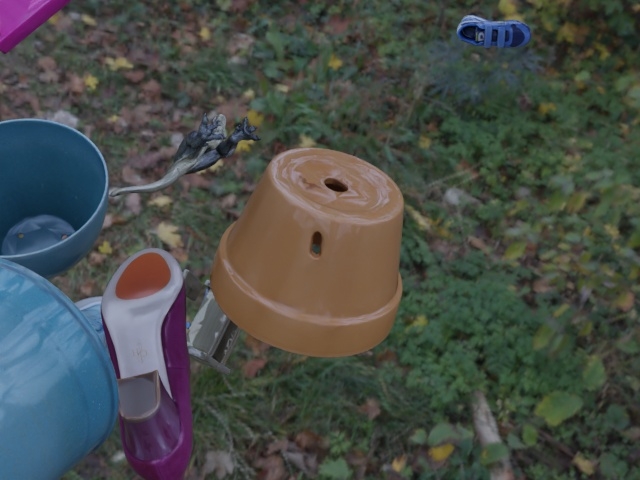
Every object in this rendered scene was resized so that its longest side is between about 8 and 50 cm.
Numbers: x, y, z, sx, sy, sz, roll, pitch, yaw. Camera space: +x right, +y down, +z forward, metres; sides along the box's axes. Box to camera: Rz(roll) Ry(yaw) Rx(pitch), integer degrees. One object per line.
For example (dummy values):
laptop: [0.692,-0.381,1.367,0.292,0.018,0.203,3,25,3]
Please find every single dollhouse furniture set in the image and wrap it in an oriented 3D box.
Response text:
dollhouse furniture set: [-0.231,0.135,1.463,0.183,0.129,0.129,20,74,20]

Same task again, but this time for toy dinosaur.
toy dinosaur: [-0.155,-0.119,1.070,0.064,0.118,0.268,57,30,-8]

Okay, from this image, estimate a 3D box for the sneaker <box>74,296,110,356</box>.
sneaker: [-0.427,0.189,1.488,0.150,0.135,0.366,10,12,29]

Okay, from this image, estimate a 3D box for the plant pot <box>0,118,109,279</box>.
plant pot: [-0.508,-0.040,1.440,0.290,0.195,0.290,3,56,-4]

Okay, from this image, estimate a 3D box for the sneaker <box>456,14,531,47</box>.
sneaker: [0.322,-0.386,1.546,0.144,0.053,0.059,13,33,27]

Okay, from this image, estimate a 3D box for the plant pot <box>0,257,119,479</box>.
plant pot: [-0.386,0.192,0.821,0.271,0.272,0.255,23,32,9]

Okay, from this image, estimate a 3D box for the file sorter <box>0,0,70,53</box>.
file sorter: [-0.383,-0.412,0.940,0.182,0.202,0.291,36,23,-57]

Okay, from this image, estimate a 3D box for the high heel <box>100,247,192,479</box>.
high heel: [-0.248,0.179,1.217,0.127,0.181,0.377,-7,39,1]

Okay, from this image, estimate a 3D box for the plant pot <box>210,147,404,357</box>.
plant pot: [0.000,0.000,1.205,0.290,0.203,0.291,13,33,-8]
